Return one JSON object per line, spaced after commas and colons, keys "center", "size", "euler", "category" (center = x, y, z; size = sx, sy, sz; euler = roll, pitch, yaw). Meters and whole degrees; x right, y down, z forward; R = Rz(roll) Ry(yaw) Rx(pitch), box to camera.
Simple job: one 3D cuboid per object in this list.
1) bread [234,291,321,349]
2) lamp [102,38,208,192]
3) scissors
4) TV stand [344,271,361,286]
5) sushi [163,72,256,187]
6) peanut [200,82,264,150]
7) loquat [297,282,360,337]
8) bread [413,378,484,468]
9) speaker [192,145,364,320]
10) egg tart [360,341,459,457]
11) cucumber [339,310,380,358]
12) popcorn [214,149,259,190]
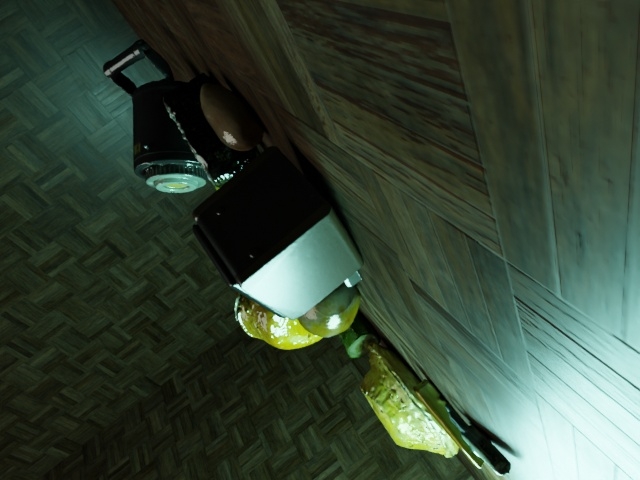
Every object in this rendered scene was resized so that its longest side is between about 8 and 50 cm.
{"center": [-0.092, 0.194, 1.511], "size": [0.358, 0.336, 0.204], "euler": [19, -177, -43], "category": "bread"}
{"center": [-0.379, -0.263, 1.167], "size": [0.374, 0.205, 0.272], "euler": [34, -125, -45], "category": "lamp"}
{"center": [0.319, 0.406, 0.915], "size": [0.138, 0.041, 0.289], "euler": [51, 178, 8], "category": "scissors"}
{"center": [0.000, 0.000, 1.001], "size": [0.256, 0.040, 0.049], "euler": [49, 174, 37], "category": "TV stand"}
{"center": [-0.222, -0.229, 0.954], "size": [0.225, 0.127, 0.124], "euler": [61, 175, -5], "category": "sushi"}
{"center": [-0.158, -0.217, 0.798], "size": [0.152, 0.076, 0.076], "euler": [49, 174, 13], "category": "peanut"}
{"center": [0.015, 0.150, 1.164], "size": [0.179, 0.179, 0.227], "euler": [50, 167, 26], "category": "loquat"}
{"center": [0.322, 0.451, 1.142], "size": [0.226, 0.049, 0.088], "euler": [51, 174, 12], "category": "bread"}
{"center": [-0.055, 0.001, 0.727], "size": [0.153, 0.193, 0.231], "euler": [49, 178, 28], "category": "speaker"}
{"center": [0.266, 0.540, 1.515], "size": [0.443, 0.178, 0.443], "euler": [54, 174, 8], "category": "egg tart"}
{"center": [0.110, 0.313, 1.709], "size": [0.244, 0.134, 0.134], "euler": [52, 176, 44], "category": "cucumber"}
{"center": [-0.174, -0.136, 1.135], "size": [0.195, 0.174, 0.168], "euler": [62, 152, -5], "category": "popcorn"}
